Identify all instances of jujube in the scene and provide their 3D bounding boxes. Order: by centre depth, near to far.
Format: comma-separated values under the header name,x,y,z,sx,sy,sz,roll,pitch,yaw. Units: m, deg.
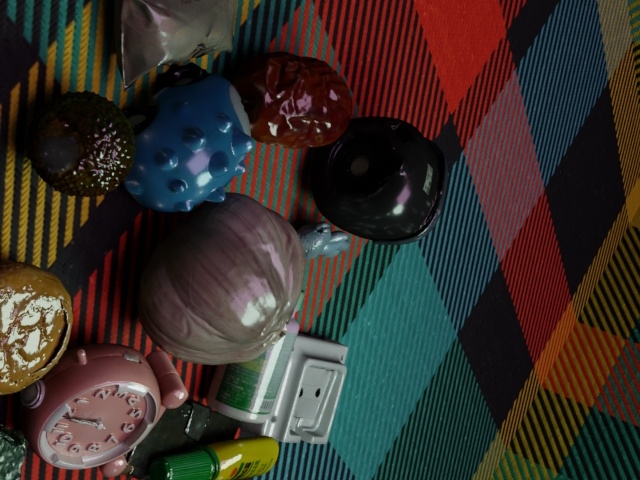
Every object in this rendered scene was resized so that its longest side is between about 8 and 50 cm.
name,x,y,z,sx,sy,sz,roll,pitch,yaw
jujube,-0.052,-0.249,1.811,0.250,0.174,0.174,-9,115,-49

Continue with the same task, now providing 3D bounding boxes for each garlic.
name,x,y,z,sx,sy,sz,roll,pitch,yaw
garlic,-0.161,0.078,1.715,0.317,0.259,0.317,-39,177,-3

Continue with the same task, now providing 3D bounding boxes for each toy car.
name,x,y,z,sx,sy,sz,roll,pitch,yaw
toy car,-0.201,-0.153,1.626,0.255,0.190,0.188,-47,140,-35

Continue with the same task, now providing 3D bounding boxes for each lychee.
name,x,y,z,sx,sy,sz,roll,pitch,yaw
lychee,-0.342,-0.137,1.468,0.171,0.171,0.171,-31,131,-44

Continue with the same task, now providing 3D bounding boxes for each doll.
name,x,y,z,sx,sy,sz,roll,pitch,yaw
doll,-0.003,-0.004,2.106,0.120,0.075,0.180,-35,166,22

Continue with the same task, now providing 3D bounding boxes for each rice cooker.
name,x,y,z,sx,sy,sz,roll,pitch,yaw
rice cooker,0.121,-0.123,2.052,0.267,0.267,0.224,-65,150,-7

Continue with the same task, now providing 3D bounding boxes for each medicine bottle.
name,x,y,z,sx,sy,sz,roll,pitch,yaw
medicine bottle,-0.206,0.429,1.956,0.111,0.076,0.309,-46,150,25
medicine bottle,-0.122,0.210,1.986,0.133,0.133,0.274,17,94,-57

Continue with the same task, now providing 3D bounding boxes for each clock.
name,x,y,z,sx,sy,sz,roll,pitch,yaw
clock,-0.377,0.255,1.627,0.227,0.142,0.241,-49,142,14
clock,-0.040,0.320,2.184,0.262,0.116,0.231,22,88,-58

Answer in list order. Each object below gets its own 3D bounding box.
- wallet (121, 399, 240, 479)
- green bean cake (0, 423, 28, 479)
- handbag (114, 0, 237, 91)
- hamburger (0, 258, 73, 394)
name,x,y,z,sx,sy,sz,roll,pitch,yaw
wallet,-0.270,0.392,1.949,0.317,0.044,0.169,36,75,-57
green bean cake,-0.523,0.286,1.468,0.208,0.107,0.193,4,101,-57
handbag,-0.220,-0.339,1.571,0.270,0.117,0.182,-29,138,-47
hamburger,-0.463,0.121,1.475,0.214,0.108,0.213,-25,125,-42
